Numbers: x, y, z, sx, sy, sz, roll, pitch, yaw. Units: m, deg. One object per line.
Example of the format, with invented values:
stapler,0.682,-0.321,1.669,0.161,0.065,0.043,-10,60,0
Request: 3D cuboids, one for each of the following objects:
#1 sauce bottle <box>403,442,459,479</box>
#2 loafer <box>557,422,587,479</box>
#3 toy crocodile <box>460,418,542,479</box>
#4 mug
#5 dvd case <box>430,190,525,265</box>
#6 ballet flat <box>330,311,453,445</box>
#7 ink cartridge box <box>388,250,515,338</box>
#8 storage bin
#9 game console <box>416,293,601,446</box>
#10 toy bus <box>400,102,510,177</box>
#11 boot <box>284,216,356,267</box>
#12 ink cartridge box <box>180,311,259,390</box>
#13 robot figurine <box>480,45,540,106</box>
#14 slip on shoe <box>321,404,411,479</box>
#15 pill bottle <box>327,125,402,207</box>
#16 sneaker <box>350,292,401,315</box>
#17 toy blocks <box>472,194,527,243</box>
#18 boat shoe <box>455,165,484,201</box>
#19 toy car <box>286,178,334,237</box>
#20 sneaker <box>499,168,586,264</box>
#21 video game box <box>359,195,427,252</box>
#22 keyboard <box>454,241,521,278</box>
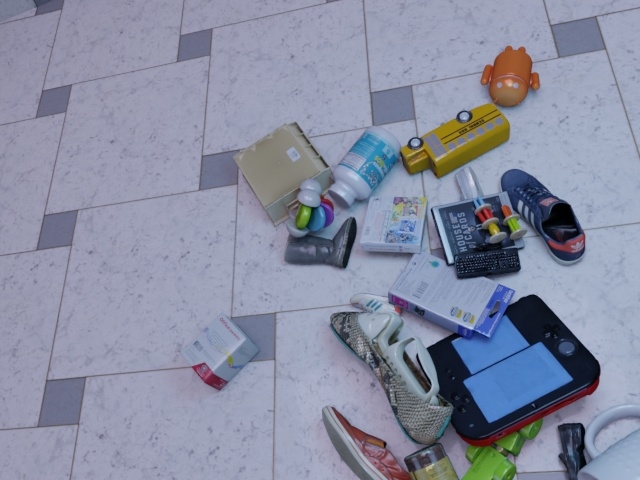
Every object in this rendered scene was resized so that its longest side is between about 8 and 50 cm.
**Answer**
sauce bottle,0.319,0.672,1.435,0.111,0.111,0.345,-24,74,3
loafer,0.620,0.538,1.469,0.061,0.062,0.170,-9,56,37
toy crocodile,0.468,0.512,1.499,0.115,0.105,0.341,25,75,46
mug,0.771,0.512,1.336,0.327,0.276,0.374,-32,30,-7
dvd case,0.462,-0.037,1.753,0.238,0.029,0.180,-12,76,-7
ballet flat,0.199,0.309,1.591,0.483,0.163,0.182,53,123,42
ink cartridge box,0.371,0.158,1.694,0.310,0.065,0.186,22,55,27
storage bin,-0.123,-0.234,2.021,0.260,0.123,0.262,-33,60,-2
game console,0.477,0.325,1.544,0.386,0.060,0.342,-27,39,1
toy bus,0.428,-0.310,1.908,0.332,0.108,0.130,-29,62,0
boot,0.000,-0.002,1.908,0.208,0.076,0.190,8,65,27
ink cartridge box,-0.298,0.333,1.786,0.176,0.127,0.128,-44,61,-8
robot figurine,0.626,-0.534,1.949,0.158,0.128,0.220,25,67,-20
slip on shoe,0.125,0.560,1.572,0.101,0.123,0.331,-34,58,-27
pill bottle,0.138,-0.233,1.931,0.146,0.146,0.264,32,78,27
sneaker,0.161,0.204,1.758,0.161,0.057,0.076,6,61,16
toy blocks,0.514,-0.071,1.721,0.123,0.054,0.148,-10,60,-16
boat shoe,0.463,-0.141,1.844,0.063,0.066,0.184,-28,68,34
toy car,-0.022,-0.092,1.869,0.136,0.159,0.182,20,27,-6
sneaker,0.646,-0.100,1.717,0.131,0.148,0.350,-32,60,-1
video game box,0.230,-0.053,1.844,0.186,0.048,0.205,1,48,19
keyboard,0.476,0.049,1.695,0.191,0.038,0.100,-7,74,-6
